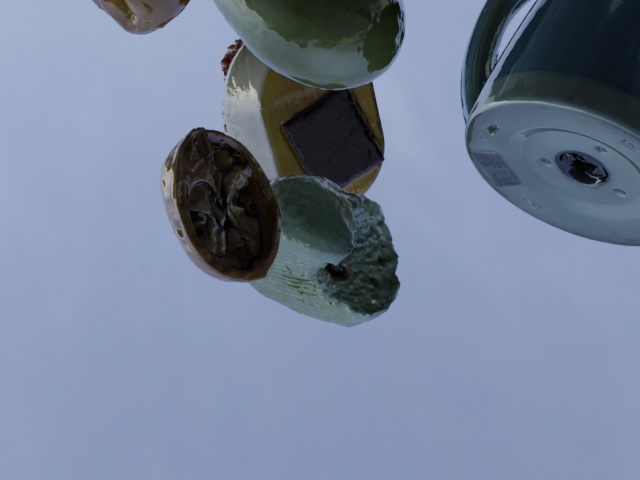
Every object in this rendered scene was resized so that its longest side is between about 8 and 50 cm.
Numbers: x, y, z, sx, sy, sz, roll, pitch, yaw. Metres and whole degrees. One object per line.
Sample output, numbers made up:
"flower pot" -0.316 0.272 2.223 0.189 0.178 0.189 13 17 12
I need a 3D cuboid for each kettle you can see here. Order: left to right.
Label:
"kettle" 0.291 -0.206 1.466 0.320 0.247 0.342 10 -117 34

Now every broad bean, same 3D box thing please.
"broad bean" -0.014 -0.260 1.334 0.238 0.119 0.291 37 -145 -31

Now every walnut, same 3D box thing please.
"walnut" -0.081 -0.022 1.047 0.052 0.121 0.091 -15 -171 46

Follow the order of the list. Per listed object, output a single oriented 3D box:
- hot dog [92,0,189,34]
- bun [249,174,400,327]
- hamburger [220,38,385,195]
"hot dog" -0.115 -0.321 1.151 0.158 0.117 0.348 32 -122 -5
"bun" 0.000 0.000 1.579 0.204 0.212 0.126 21 -113 6
"hamburger" -0.024 -0.176 2.022 0.227 0.295 0.151 -21 -155 -18
